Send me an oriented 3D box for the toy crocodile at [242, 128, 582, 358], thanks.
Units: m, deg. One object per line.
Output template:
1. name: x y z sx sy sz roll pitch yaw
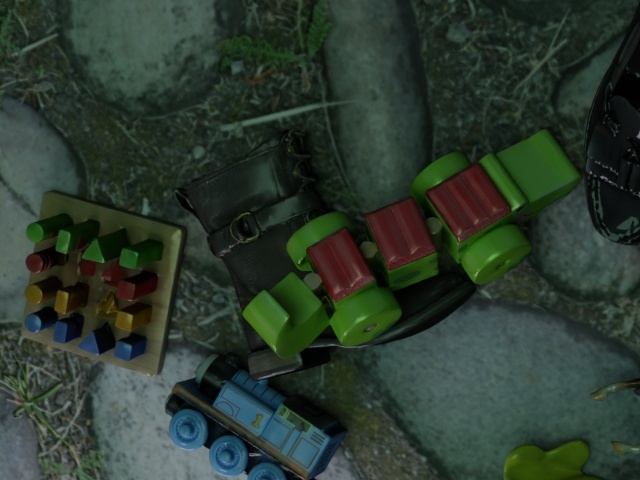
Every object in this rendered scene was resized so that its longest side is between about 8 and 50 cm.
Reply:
1. toy crocodile: 0.083 -0.001 1.736 0.340 0.105 0.115 -27 71 -7

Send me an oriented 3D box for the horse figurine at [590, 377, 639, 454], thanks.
1. horse figurine: 0.368 0.194 1.736 0.174 0.066 0.263 -27 84 11

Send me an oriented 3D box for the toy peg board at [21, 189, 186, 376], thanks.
1. toy peg board: -0.237 0.049 1.933 0.161 0.079 0.161 16 103 18

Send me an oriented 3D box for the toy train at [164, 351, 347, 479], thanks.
1. toy train: -0.068 0.187 1.897 0.184 0.080 0.105 33 99 15

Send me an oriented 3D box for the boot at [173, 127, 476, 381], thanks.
1. boot: 0.000 0.000 1.837 0.263 0.091 0.229 -18 84 14

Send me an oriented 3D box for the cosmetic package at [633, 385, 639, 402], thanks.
1. cosmetic package: 0.408 0.122 1.650 0.238 0.107 0.127 -31 93 1

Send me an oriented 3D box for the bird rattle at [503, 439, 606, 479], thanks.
1. bird rattle: 0.181 0.318 1.804 0.253 0.143 0.207 -37 102 24

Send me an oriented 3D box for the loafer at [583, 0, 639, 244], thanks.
1. loafer: 0.298 -0.136 1.698 0.109 0.095 0.303 19 105 16
